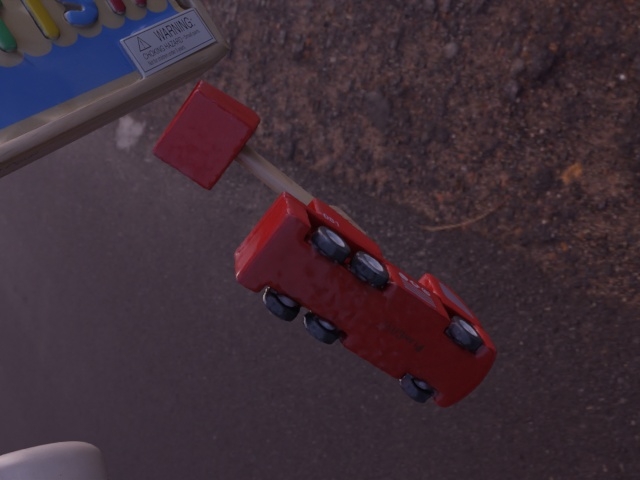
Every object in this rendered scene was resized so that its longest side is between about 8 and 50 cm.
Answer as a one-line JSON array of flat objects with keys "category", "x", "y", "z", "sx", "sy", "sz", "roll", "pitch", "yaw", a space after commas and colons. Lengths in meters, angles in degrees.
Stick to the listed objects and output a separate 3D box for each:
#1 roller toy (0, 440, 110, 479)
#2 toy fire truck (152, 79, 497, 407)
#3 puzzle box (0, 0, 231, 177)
[{"category": "roller toy", "x": -0.298, "y": 0.301, "z": 0.796, "sx": 0.209, "sy": 0.191, "sz": 0.146, "roll": -23, "pitch": 71, "yaw": 3}, {"category": "toy fire truck", "x": 0.000, "y": 0.000, "z": 0.426, "sx": 0.047, "sy": 0.192, "sz": 0.135, "roll": -51, "pitch": 21, "yaw": 16}, {"category": "puzzle box", "x": -0.260, "y": -0.156, "z": 0.457, "sx": 0.052, "sy": 0.409, "sz": 0.272, "roll": -26, "pitch": 101, "yaw": 43}]
